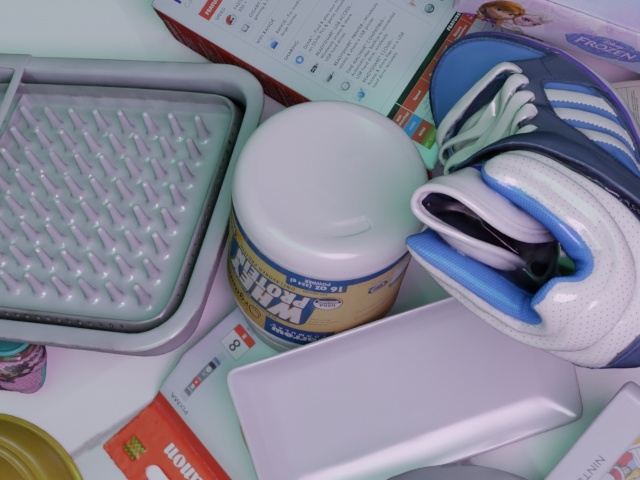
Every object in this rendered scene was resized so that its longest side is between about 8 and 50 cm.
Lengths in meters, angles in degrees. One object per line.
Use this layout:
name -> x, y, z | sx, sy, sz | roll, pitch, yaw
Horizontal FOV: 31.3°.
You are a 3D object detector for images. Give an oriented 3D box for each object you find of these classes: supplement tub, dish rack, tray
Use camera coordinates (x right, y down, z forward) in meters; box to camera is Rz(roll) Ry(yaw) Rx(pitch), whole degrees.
supplement tub -> 0.000, 0.000, 0.891 | 0.144, 0.200, 0.144 | 2, 62, -5
dish rack -> -0.220, -0.028, 0.978 | 0.332, 0.072, 0.286 | 5, 58, 18
tray -> 0.069, 0.118, 0.906 | 0.270, 0.030, 0.145 | -18, 113, -6

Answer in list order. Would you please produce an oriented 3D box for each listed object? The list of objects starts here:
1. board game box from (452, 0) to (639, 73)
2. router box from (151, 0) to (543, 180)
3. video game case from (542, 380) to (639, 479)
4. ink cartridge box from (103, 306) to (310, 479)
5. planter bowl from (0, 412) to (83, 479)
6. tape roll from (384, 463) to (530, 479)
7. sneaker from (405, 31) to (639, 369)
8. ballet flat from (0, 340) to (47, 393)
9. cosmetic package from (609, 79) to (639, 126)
board game box -> 0.283, -0.291, 0.917 | 0.318, 0.066, 0.318 | 16, 78, -16
router box -> 0.068, -0.259, 1.016 | 0.301, 0.082, 0.335 | 33, 85, 16
video game case -> 0.254, 0.250, 0.840 | 0.227, 0.026, 0.206 | 41, 118, 16
ink cartridge box -> -0.084, 0.165, 0.966 | 0.179, 0.045, 0.145 | -41, 73, -4
planter bowl -> -0.311, 0.250, 0.963 | 0.217, 0.090, 0.217 | -3, 76, 10
tape roll -> 0.096, 0.313, 0.832 | 0.286, 0.100, 0.286 | -1, 88, 20
sneaker -> 0.124, -0.052, 0.756 | 0.130, 0.236, 0.323 | -49, 55, 24
ballet flat -> -0.345, 0.096, 1.015 | 0.221, 0.079, 0.077 | 12, 35, 12
cosmetic package -> 0.261, -0.102, 0.964 | 0.115, 0.041, 0.060 | -3, 76, 10
